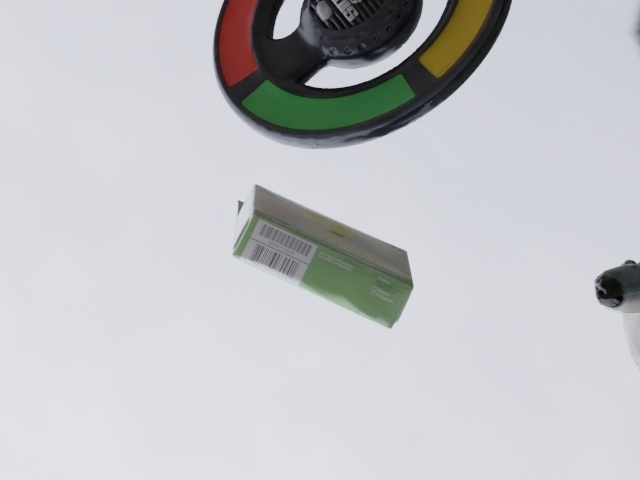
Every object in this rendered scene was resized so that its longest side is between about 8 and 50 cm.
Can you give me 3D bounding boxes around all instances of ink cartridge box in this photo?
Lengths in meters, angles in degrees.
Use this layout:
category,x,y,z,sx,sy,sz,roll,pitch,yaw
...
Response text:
category,x,y,z,sx,sy,sz,roll,pitch,yaw
ink cartridge box,0.000,0.000,1.871,0.171,0.056,0.235,24,-165,-7

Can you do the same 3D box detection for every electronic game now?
category,x,y,z,sx,sy,sz,roll,pitch,yaw
electronic game,0.027,-0.163,1.328,0.048,0.229,0.229,49,-163,-50

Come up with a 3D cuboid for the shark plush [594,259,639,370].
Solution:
category,x,y,z,sx,sy,sz,roll,pitch,yaw
shark plush,0.152,0.027,0.714,0.073,0.067,0.161,68,-165,-2
